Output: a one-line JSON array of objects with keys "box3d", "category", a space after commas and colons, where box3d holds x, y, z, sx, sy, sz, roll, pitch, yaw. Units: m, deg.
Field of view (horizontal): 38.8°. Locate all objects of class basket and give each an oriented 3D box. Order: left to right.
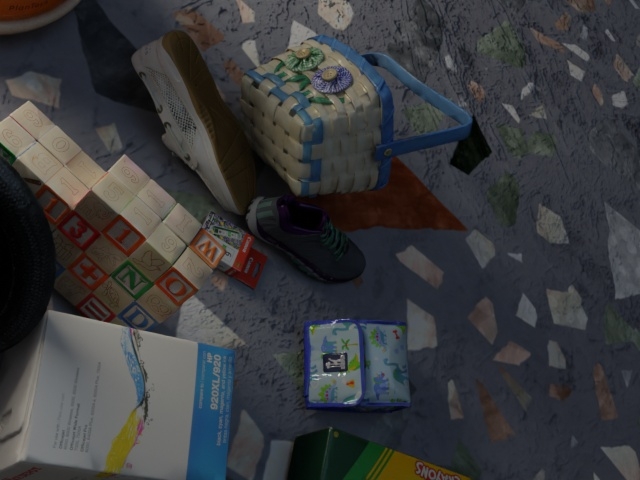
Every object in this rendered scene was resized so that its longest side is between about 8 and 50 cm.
[{"box3d": [0.048, -0.191, 1.353, 0.289, 0.201, 0.255, -18, 42, -30], "category": "basket"}]

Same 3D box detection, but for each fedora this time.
[{"box3d": [-0.428, -0.029, 0.993, 0.334, 0.334, 0.152, 43, 23, -12], "category": "fedora"}]

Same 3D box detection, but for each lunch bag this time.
[{"box3d": [0.048, 0.181, 1.313, 0.151, 0.096, 0.129, 5, 70, -17], "category": "lunch bag"}]

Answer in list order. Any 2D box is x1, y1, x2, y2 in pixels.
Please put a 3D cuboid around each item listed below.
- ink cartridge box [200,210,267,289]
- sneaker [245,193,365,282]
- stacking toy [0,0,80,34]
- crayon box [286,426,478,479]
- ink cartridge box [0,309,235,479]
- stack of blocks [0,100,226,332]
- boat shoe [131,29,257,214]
[{"box3d": [-0.125, 0.015, 1.298, 0.115, 0.029, 0.063, 32, 56, -19], "category": "ink cartridge box"}, {"box3d": [0.000, 0.000, 1.331, 0.223, 0.098, 0.083, 27, 64, -34], "category": "sneaker"}, {"box3d": [-0.361, -0.496, 1.061, 0.350, 0.480, 0.351, 14, 64, -30], "category": "stacking toy"}, {"box3d": [0.110, 0.460, 1.225, 0.363, 0.106, 0.313, 25, 59, -24], "category": "crayon box"}, {"box3d": [-0.244, 0.200, 1.050, 0.232, 0.171, 0.168, 17, 62, -29], "category": "ink cartridge box"}, {"box3d": [-0.284, -0.024, 1.106, 0.297, 0.171, 0.087, 44, 36, -11], "category": "stack of blocks"}, {"box3d": [-0.179, -0.157, 1.298, 0.277, 0.096, 0.098, 66, 27, -18], "category": "boat shoe"}]
